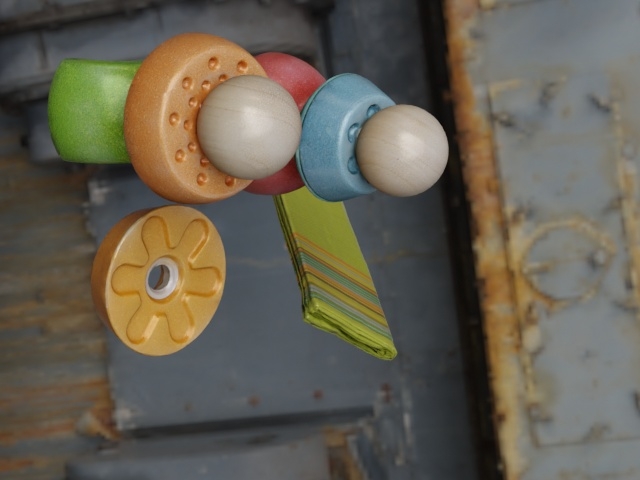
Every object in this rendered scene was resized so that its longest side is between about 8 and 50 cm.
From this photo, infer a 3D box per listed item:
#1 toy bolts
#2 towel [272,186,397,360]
[{"bbox_3d":[-0.030,-0.030,0.864,0.228,0.158,0.218,-17,113,-43],"label":"toy bolts"},{"bbox_3d":[0.000,0.000,1.156,0.102,0.021,0.237,33,26,-37],"label":"towel"}]
